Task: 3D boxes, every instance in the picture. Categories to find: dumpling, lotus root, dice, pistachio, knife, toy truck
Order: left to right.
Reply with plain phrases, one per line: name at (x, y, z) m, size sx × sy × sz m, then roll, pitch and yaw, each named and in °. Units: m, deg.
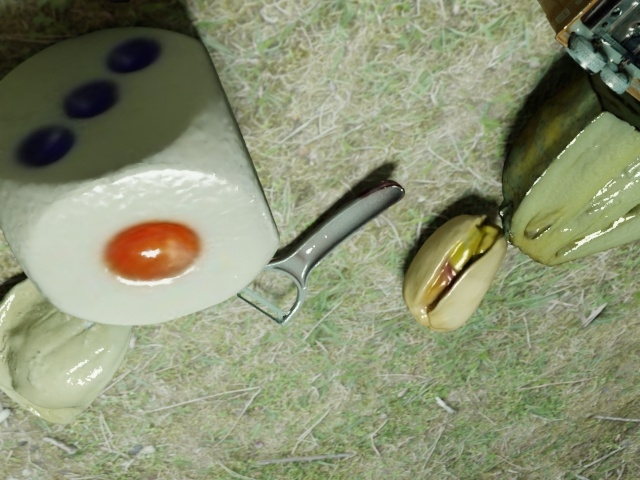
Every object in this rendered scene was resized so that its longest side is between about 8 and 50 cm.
dumpling at (-0.348, 0.127, 1.369) m, size 0.179 × 0.131 × 0.252 m, roll 31°, pitch 106°, yaw -16°
dice at (-0.206, -0.072, 1.135) m, size 0.259 × 0.251 × 0.243 m, roll -20°, pitch 138°, yaw -2°
knife at (0.000, -0.002, 1.424) m, size 0.278 × 0.053 × 0.123 m, roll -42°, pitch 128°, yaw 18°
pistachio at (0.196, 0.042, 1.507) m, size 0.145 × 0.117 × 0.201 m, roll -26°, pitch 147°, yaw -58°
lotus root at (0.365, -0.090, 1.407) m, size 0.267 × 0.149 × 0.260 m, roll 18°, pitch 132°, yaw -31°
toy truck at (0.396, -0.257, 1.243) m, size 0.338 × 0.184 × 0.133 m, roll 23°, pitch 124°, yaw -39°

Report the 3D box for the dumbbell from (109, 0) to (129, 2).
dumbbell at (-0.212, -0.290, 1.073) m, size 0.036 × 0.040 × 0.083 m, roll -31°, pitch 146°, yaw -36°
